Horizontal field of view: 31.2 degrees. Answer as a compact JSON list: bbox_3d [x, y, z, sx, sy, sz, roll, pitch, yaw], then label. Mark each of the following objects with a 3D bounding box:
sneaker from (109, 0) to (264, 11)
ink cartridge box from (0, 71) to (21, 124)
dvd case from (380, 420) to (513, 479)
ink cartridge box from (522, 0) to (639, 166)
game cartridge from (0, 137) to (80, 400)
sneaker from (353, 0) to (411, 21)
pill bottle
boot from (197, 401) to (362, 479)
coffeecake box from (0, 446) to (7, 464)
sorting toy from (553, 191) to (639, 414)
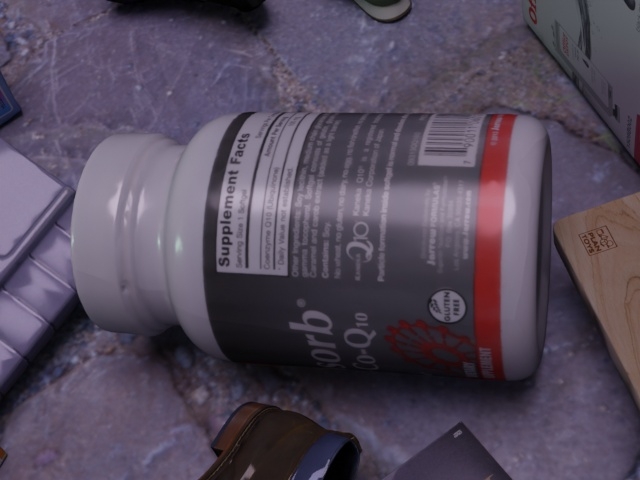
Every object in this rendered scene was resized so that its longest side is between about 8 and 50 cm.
[{"bbox_3d":[-0.178,-0.296,1.266,0.283,0.107,0.124,38,85,35],"label":"sneaker"},{"bbox_3d":[-0.558,-0.139,1.195,0.395,0.151,0.270,-36,57,-15],"label":"ink cartridge box"},{"bbox_3d":[0.109,0.261,0.850,0.164,0.018,0.221,-34,56,-11],"label":"dvd case"},{"bbox_3d":[0.291,-0.204,1.013,0.117,0.207,0.283,-24,54,-6],"label":"ink cartridge box"},{"bbox_3d":[-0.382,-0.021,1.032,0.355,0.068,0.230,35,71,3],"label":"game cartridge"},{"bbox_3d":[0.018,-0.310,1.222,0.064,0.086,0.192,-43,58,-17],"label":"sneaker"},{"bbox_3d":[0.000,0.000,0.937,0.363,0.210,0.210,2,57,15],"label":"pill bottle"},{"bbox_3d":[-0.053,0.221,0.863,0.106,0.082,0.219,3,54,35],"label":"boot"},{"bbox_3d":[-0.346,0.181,0.904,0.068,0.185,0.142,17,61,23],"label":"coffeecake box"},{"bbox_3d":[0.348,0.066,0.886,0.255,0.089,0.257,-19,54,-1],"label":"sorting toy"}]
